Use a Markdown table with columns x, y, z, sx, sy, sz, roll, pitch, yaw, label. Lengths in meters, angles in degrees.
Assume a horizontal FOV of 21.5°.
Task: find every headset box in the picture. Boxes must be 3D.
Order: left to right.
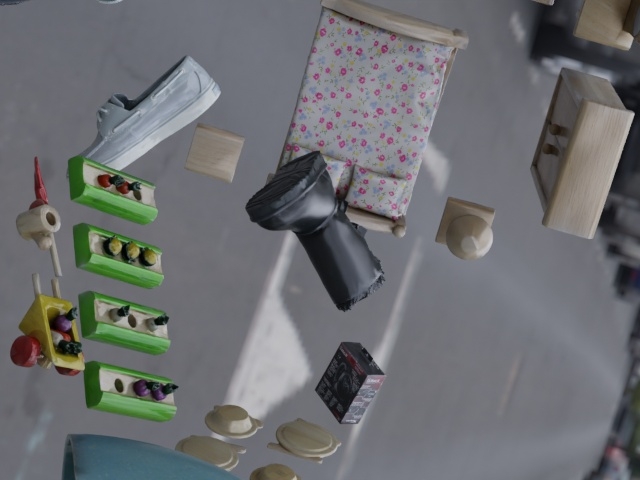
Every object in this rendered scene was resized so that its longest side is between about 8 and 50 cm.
| x | y | z | sx | sy | sz | roll | pitch | yaw | label |
| --- | --- | --- | --- | --- | --- | --- | --- | --- | --- |
| 0.036 | 0.163 | 1.964 | 0.032 | 0.062 | 0.083 | 6 | 123 | -41 | headset box |

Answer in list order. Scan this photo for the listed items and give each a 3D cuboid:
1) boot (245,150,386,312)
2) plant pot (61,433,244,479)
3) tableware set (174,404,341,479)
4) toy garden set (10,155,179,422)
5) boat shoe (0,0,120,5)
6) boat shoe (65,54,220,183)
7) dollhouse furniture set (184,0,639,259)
| x | y | z | sx | sy | sz | roll | pitch | yaw | label |
| --- | --- | --- | --- | --- | --- | --- | --- | --- | --- |
| -0.001 | 0.000 | 1.099 | 0.099 | 0.045 | 0.121 | 64 | 18 | -10 | boot |
| -0.103 | 0.296 | 1.335 | 0.290 | 0.195 | 0.290 | 180 | -90 | -79 | plant pot |
| -0.065 | 0.211 | 1.696 | 0.169 | 0.141 | 0.020 | -47 | 153 | -62 | tableware set |
| -0.202 | 0.032 | 1.549 | 0.204 | 0.049 | 0.244 | 21 | 56 | -54 | toy garden set |
| -0.200 | -0.274 | 1.556 | 0.254 | 0.095 | 0.079 | -29 | 156 | -9 | boat shoe |
| -0.235 | -0.152 | 2.105 | 0.227 | 0.081 | 0.079 | -33 | -163 | 9 | boat shoe |
| 0.083 | -0.139 | 1.474 | 0.174 | 0.355 | 0.303 | -84 | -170 | -73 | dollhouse furniture set |
